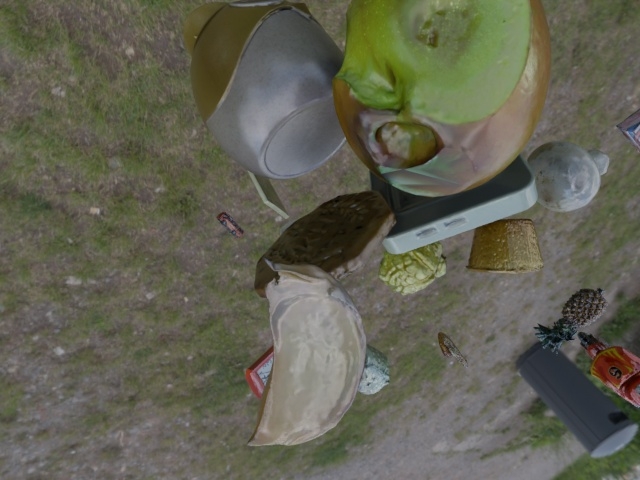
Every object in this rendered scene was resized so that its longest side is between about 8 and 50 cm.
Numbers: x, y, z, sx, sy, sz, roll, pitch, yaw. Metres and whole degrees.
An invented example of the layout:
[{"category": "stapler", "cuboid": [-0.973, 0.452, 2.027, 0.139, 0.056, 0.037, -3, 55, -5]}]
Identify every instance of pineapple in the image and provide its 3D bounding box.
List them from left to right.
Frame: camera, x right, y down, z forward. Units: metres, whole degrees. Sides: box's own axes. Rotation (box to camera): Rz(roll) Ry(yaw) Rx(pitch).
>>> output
[{"category": "pineapple", "cuboid": [0.689, 0.210, 1.145, 0.083, 0.103, 0.221, 29, 108, -28]}]

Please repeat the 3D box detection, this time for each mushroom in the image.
[{"category": "mushroom", "cuboid": [0.788, -0.218, 1.322, 0.244, 0.243, 0.243, -14, 131, -17]}]

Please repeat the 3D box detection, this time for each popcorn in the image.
[{"category": "popcorn", "cuboid": [0.310, 0.080, 1.451, 0.255, 0.194, 0.256, -30, 168, -11]}]

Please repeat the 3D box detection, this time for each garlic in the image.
[{"category": "garlic", "cuboid": [-0.013, 0.151, 0.616, 0.196, 0.151, 0.338, -25, 132, -49]}]

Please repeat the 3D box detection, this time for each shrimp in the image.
[{"category": "shrimp", "cuboid": [0.360, 0.306, 1.133, 0.025, 0.091, 0.127, -42, 91, 22]}]

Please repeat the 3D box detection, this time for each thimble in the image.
[{"category": "thimble", "cuboid": [0.074, 0.227, 0.743, 0.062, 0.110, 0.084, 31, 78, -18]}]

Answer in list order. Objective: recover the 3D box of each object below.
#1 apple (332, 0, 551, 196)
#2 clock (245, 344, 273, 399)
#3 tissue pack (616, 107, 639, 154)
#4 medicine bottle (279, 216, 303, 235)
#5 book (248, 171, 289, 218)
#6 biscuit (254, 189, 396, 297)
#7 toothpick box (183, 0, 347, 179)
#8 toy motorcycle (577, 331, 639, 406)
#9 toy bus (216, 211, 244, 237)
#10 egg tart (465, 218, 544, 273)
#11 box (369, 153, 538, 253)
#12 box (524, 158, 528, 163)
[{"category": "apple", "cuboid": [0.186, -0.266, 0.708, 0.374, 0.374, 0.384, -44, 126, 11]}, {"category": "clock", "cuboid": [-0.126, 0.344, 1.123, 0.155, 0.061, 0.113, -38, 113, -44]}, {"category": "tissue pack", "cuboid": [0.670, -0.199, 0.792, 0.155, 0.065, 0.115, 40, 116, -12]}, {"category": "medicine bottle", "cuboid": [-0.034, 0.082, 1.653, 0.130, 0.130, 0.340, -27, 112, -6]}, {"category": "book", "cuboid": [-0.210, -0.225, 1.388, 0.021, 0.310, 0.217, -31, 165, 6]}, {"category": "biscuit", "cuboid": [-0.001, 0.000, 0.920, 0.359, 0.359, 0.046, -34, 113, 1]}, {"category": "toothpick box", "cuboid": [-0.131, -0.415, 1.108, 0.409, 0.425, 0.408, -29, 160, -12]}, {"category": "toy motorcycle", "cuboid": [0.685, 0.312, 0.886, 0.089, 0.298, 0.171, -53, 158, 12]}, {"category": "toy bus", "cuboid": [-0.321, -0.055, 1.486, 0.043, 0.031, 0.110, -52, 120, -20]}, {"category": "egg tart", "cuboid": [0.508, 0.015, 1.165, 0.203, 0.203, 0.147, -3, 89, -26]}, {"category": "box", "cuboid": [0.305, -0.156, 1.063, 0.374, 0.367, 0.090, -21, 126, 19]}, {"category": "box", "cuboid": [0.595, -0.241, 1.397, 0.036, 0.115, 0.177, -42, 170, -21]}]
